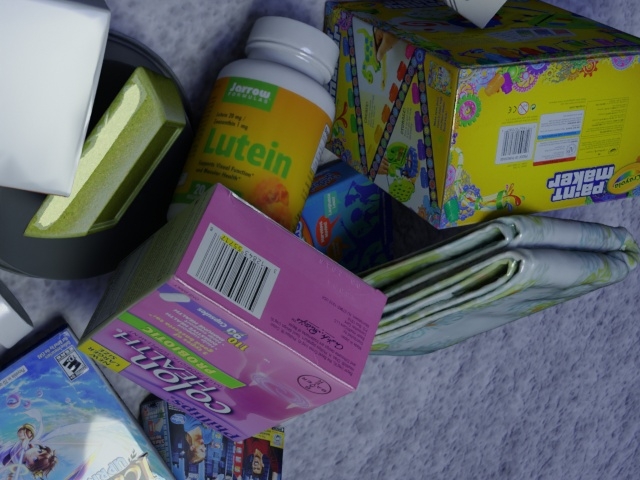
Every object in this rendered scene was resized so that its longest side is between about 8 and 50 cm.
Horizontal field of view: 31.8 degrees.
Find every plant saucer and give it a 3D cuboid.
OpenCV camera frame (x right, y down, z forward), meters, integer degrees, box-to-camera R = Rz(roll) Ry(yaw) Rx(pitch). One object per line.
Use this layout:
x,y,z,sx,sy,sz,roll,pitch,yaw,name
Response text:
-0.195,-0.074,1.092,0.045,0.188,0.188,36,94,-1,plant saucer

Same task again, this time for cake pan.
-0.261,-0.080,1.198,0.293,0.054,0.293,-14,121,-24,cake pan

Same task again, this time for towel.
0.178,0.063,1.345,0.320,0.090,0.374,-21,167,31,towel

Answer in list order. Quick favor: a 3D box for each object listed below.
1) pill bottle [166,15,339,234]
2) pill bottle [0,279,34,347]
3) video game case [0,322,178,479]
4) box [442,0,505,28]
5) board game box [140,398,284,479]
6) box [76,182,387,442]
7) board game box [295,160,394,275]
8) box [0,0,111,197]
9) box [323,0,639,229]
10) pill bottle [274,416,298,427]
-0.064,-0.111,1.213,0.136,0.136,0.246,28,75,-38,pill bottle
-0.418,0.122,1.167,0.221,0.121,0.121,-39,128,-8,pill bottle
-0.330,0.270,1.270,0.269,0.061,0.244,-35,99,-11,video game case
0.094,-0.350,1.174,0.275,0.094,0.113,30,115,-20,box
-0.141,0.314,1.406,0.194,0.060,0.194,21,63,-37,board game box
-0.095,0.085,1.150,0.213,0.243,0.117,34,55,-18,box
0.000,0.000,1.372,0.210,0.047,0.160,-27,127,-33,board game box
-0.373,-0.175,0.941,0.345,0.215,0.168,9,110,-22,box
0.188,-0.163,1.280,0.290,0.279,0.177,-9,118,-26,box
-0.104,0.172,1.399,0.169,0.094,0.094,22,102,-37,pill bottle
